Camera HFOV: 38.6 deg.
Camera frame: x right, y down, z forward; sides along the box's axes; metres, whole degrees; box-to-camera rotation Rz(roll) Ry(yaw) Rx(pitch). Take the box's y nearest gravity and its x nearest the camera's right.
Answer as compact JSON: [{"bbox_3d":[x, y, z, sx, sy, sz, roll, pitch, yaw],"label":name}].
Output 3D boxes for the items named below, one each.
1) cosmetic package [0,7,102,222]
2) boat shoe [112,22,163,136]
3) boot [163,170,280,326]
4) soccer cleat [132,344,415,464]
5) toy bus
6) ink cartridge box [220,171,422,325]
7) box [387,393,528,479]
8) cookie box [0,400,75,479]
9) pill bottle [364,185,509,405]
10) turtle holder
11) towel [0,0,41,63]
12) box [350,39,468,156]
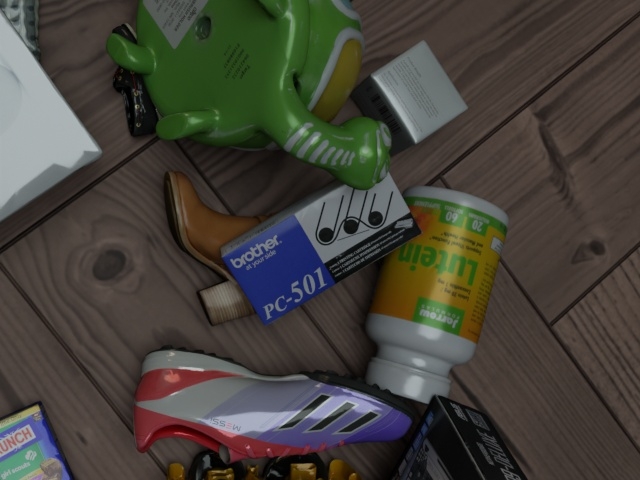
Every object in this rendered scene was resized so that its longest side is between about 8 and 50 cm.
[{"bbox_3d":[-0.384,-0.121,0.946,0.224,0.138,0.224,-35,104,-9],"label":"cosmetic package"},{"bbox_3d":[-0.220,-0.187,1.068,0.042,0.049,0.133,-17,95,-24],"label":"boat shoe"},{"bbox_3d":[-0.092,-0.011,1.081,0.152,0.073,0.197,-23,104,-15],"label":"boot"},{"bbox_3d":[-0.052,0.205,1.032,0.318,0.109,0.117,11,60,-5],"label":"soccer cleat"},{"bbox_3d":[-0.068,0.354,1.034,0.220,0.149,0.212,4,101,-13],"label":"toy bus"},{"bbox_3d":[0.000,0.000,1.029,0.207,0.046,0.097,-31,107,0],"label":"ink cartridge box"},{"bbox_3d":[0.113,0.357,0.968,0.076,0.242,0.308,23,104,-16],"label":"box"},{"bbox_3d":[-0.332,0.245,1.008,0.091,0.040,0.107,-24,92,-15],"label":"cookie box"},{"bbox_3d":[0.132,0.070,1.101,0.136,0.136,0.246,18,81,-14],"label":"pill bottle"},{"bbox_3d":[-0.048,-0.210,0.992,0.227,0.320,0.244,3,105,-51],"label":"turtle holder"},{"bbox_3d":[-0.472,-0.358,1.018,0.312,0.056,0.324,-1,88,-13],"label":"towel"},{"bbox_3d":[0.107,-0.173,1.131,0.087,0.102,0.101,-35,95,-13],"label":"box"}]
